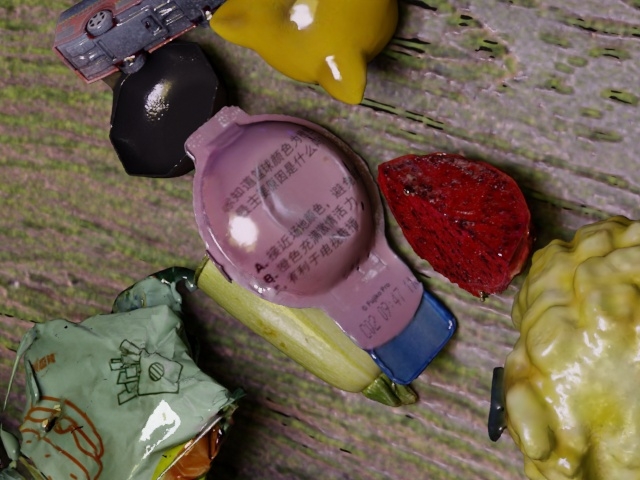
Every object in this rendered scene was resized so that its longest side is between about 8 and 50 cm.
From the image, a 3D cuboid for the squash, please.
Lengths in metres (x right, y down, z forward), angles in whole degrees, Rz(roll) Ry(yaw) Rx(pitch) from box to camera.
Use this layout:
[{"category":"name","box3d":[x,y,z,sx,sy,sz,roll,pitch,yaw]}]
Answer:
[{"category":"squash","box3d":[-0.003,0.075,1.520,0.224,0.094,0.094,40,111,6]}]

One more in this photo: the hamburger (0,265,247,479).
[{"category":"hamburger","box3d":[-0.202,0.156,1.523,0.260,0.150,0.276,-52,38,20]}]

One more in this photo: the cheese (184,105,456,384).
[{"category":"cheese","box3d":[0.000,0.000,1.465,0.286,0.189,0.074,45,148,-4]}]

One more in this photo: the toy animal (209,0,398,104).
[{"category":"toy animal","box3d":[0.021,-0.239,1.430,0.156,0.156,0.230,32,105,18]}]

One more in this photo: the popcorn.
[{"category":"popcorn","box3d":[0.255,0.116,1.310,0.237,0.293,0.293,7,100,5]}]

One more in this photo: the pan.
[{"category":"pan","box3d":[-0.148,-0.141,1.570,0.128,0.048,0.202,-42,54,19]}]

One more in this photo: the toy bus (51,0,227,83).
[{"category":"toy bus","box3d":[-0.152,-0.214,1.535,0.192,0.065,0.077,-27,42,19]}]

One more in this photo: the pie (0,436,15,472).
[{"category":"pie","box3d":[-0.317,0.268,1.562,0.075,0.337,0.337,-22,87,2]}]

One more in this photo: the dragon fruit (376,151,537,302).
[{"category":"dragon fruit","box3d":[0.130,-0.013,1.446,0.162,0.083,0.106,33,152,31]}]
